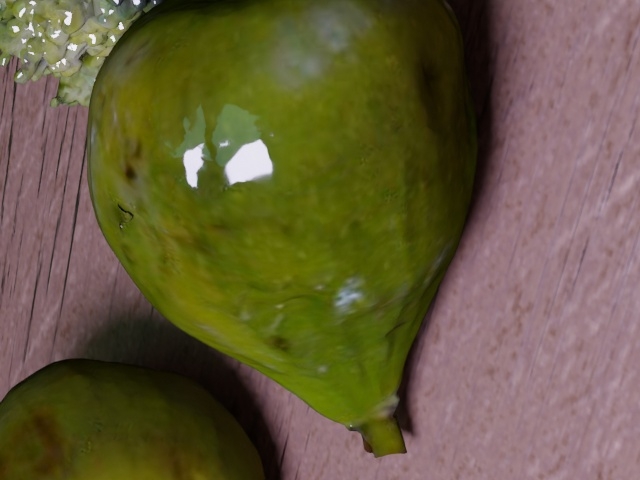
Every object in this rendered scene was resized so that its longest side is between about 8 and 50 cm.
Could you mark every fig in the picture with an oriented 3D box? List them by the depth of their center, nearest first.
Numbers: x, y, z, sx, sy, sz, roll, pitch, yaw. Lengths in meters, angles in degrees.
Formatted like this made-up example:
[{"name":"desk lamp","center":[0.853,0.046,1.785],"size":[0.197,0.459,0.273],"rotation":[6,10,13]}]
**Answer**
[{"name":"fig","center":[-0.024,-0.012,0.944],"size":[0.233,0.233,0.314],"rotation":[15,105,40]},{"name":"fig","center":[-0.153,0.170,1.132],"size":[0.230,0.207,0.207],"rotation":[46,128,31]}]

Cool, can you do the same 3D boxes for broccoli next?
[{"name":"broccoli","center":[-0.192,-0.197,1.060],"size":[0.243,0.263,0.247],"rotation":[-32,55,15]}]
